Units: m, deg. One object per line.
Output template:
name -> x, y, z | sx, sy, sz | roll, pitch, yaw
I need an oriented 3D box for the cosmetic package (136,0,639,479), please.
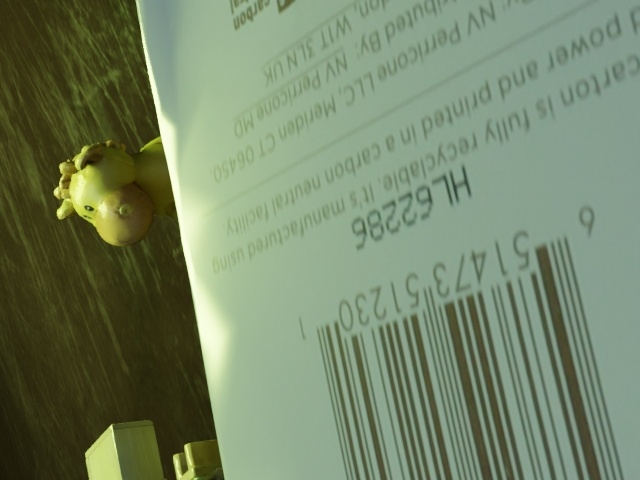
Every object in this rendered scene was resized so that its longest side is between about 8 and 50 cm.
cosmetic package -> 0.186, -0.021, 0.592 | 0.329, 0.393, 0.328 | -26, 73, 51

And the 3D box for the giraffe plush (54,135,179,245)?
giraffe plush -> -0.184, -0.061, 1.458 | 0.210, 0.170, 0.181 | 41, 137, 41

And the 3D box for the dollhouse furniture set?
dollhouse furniture set -> -0.097, 0.265, 1.400 | 0.212, 0.242, 0.161 | -46, 52, 54
